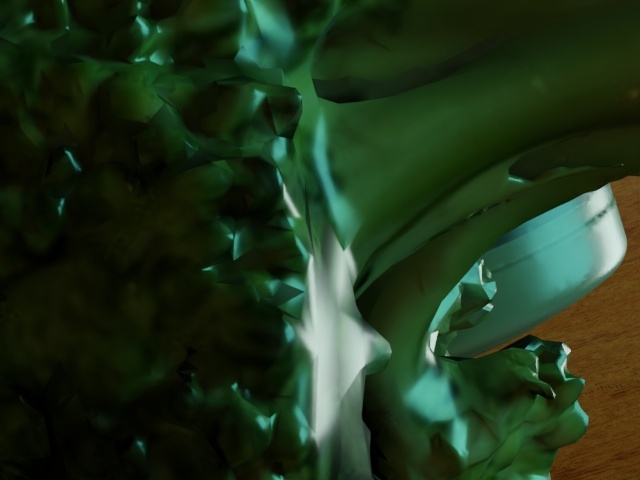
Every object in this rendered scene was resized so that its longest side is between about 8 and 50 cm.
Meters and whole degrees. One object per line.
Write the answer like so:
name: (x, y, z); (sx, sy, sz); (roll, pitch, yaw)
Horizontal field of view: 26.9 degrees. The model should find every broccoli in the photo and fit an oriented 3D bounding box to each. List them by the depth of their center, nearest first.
broccoli: (-0.027, -0.037, 0.442); (0.277, 0.318, 0.338); (-171, -80, -82)

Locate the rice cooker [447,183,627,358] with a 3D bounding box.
rice cooker: (0.006, -0.046, 0.716); (0.288, 0.288, 0.277); (-55, 126, -84)
